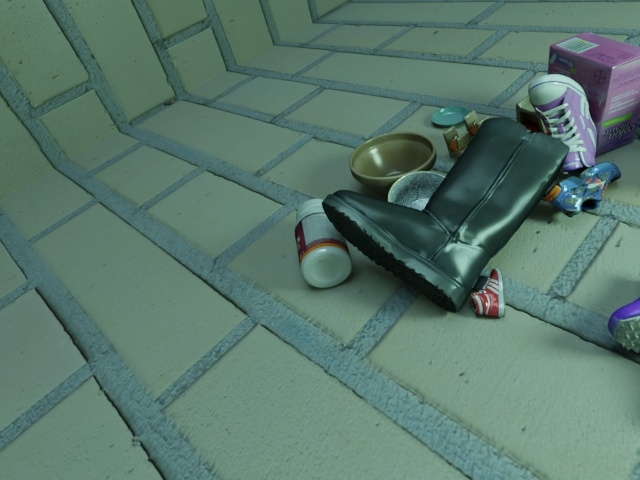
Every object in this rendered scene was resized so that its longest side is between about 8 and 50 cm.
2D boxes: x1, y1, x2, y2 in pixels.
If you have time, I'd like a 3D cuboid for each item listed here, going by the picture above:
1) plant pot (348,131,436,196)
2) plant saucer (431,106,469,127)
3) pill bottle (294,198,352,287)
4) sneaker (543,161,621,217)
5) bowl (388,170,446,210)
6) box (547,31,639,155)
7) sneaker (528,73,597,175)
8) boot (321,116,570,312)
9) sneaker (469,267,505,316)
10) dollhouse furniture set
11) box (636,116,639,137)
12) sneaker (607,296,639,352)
[{"bbox_3d":[0.205,-0.199,1.270,0.238,0.109,0.237,-10,41,9],"label":"plant pot"},{"bbox_3d":[0.425,-0.402,1.488,0.119,0.021,0.119,-10,40,9],"label":"plant saucer"},{"bbox_3d":[0.000,0.000,1.110,0.121,0.121,0.221,-16,39,3],"label":"pill bottle"},{"bbox_3d":[0.616,-0.112,1.050,0.221,0.083,0.087,-23,72,-19],"label":"sneaker"},{"bbox_3d":[0.255,-0.083,1.129,0.170,0.080,0.170,-5,56,7],"label":"bowl"},{"bbox_3d":[0.710,-0.385,1.188,0.117,0.243,0.213,-22,40,-4],"label":"box"},{"bbox_3d":[0.578,-0.253,1.058,0.102,0.282,0.161,-16,53,48],"label":"sneaker"},{"bbox_3d":[0.276,-0.121,1.003,0.367,0.146,0.445,38,77,12],"label":"boot"},{"bbox_3d":[0.337,0.103,0.926,0.067,0.042,0.118,0,45,16],"label":"sneaker"},{"bbox_3d":[0.518,-0.264,1.243,0.259,0.135,0.262,-37,42,-5],"label":"dollhouse furniture set"},{"bbox_3d":[0.854,-0.217,1.081,0.067,0.063,0.324,-7,41,11],"label":"box"},{"bbox_3d":[0.615,0.095,0.790,0.294,0.102,0.146,-12,39,-5],"label":"sneaker"}]
